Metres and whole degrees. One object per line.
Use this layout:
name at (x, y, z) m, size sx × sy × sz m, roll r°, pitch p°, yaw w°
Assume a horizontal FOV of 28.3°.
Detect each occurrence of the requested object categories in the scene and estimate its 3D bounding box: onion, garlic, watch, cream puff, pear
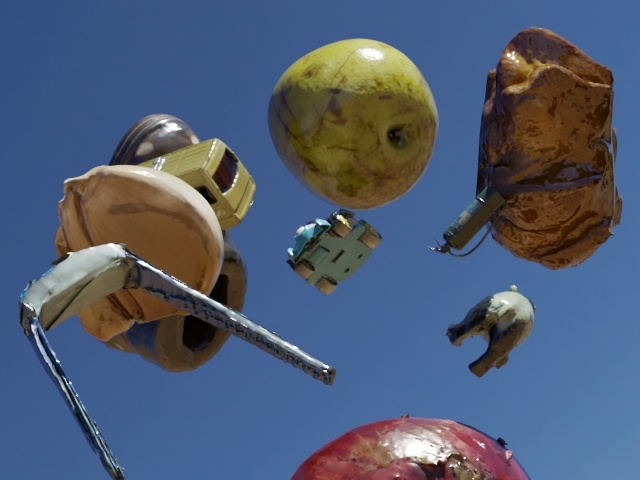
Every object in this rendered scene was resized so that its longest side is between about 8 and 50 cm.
onion at (0.088, 0.290, 1.133) m, size 0.276 × 0.276 × 0.276 m, roll -27°, pitch -28°, yaw -15°
garlic at (-0.232, -0.003, 1.599) m, size 0.217 × 0.110 × 0.228 m, roll -14°, pitch -64°, yaw 12°
watch at (-0.167, 0.105, 1.383) m, size 0.276 × 0.274 × 0.068 m, roll -24°, pitch -33°, yaw -27°
cream puff at (0.236, -0.082, 1.335) m, size 0.155 × 0.241 × 0.269 m, roll -1°, pitch -12°, yaw 15°
pear at (0.052, -0.186, 2.040) m, size 0.284 × 0.283 × 0.283 m, roll -27°, pitch -28°, yaw -15°

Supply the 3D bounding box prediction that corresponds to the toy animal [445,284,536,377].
toy animal at (0.264, 0.124, 1.880) m, size 0.121 × 0.094 × 0.225 m, roll -47°, pitch -14°, yaw 13°

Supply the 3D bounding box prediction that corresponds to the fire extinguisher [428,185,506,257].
fire extinguisher at (0.144, -0.013, 1.223) m, size 0.083 × 0.038 × 0.025 m, roll -46°, pitch -19°, yaw -2°

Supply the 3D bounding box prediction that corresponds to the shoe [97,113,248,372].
shoe at (-0.221, 0.005, 1.955) m, size 0.171 × 0.237 × 0.384 m, roll 8°, pitch -85°, yaw -56°

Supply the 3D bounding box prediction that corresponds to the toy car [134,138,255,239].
toy car at (-0.220, -0.048, 1.745) m, size 0.257 × 0.101 × 0.124 m, roll -17°, pitch -58°, yaw 27°

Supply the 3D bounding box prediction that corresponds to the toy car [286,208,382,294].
toy car at (0.000, 0.000, 1.904) m, size 0.126 × 0.098 × 0.161 m, roll -49°, pitch -36°, yaw 13°
